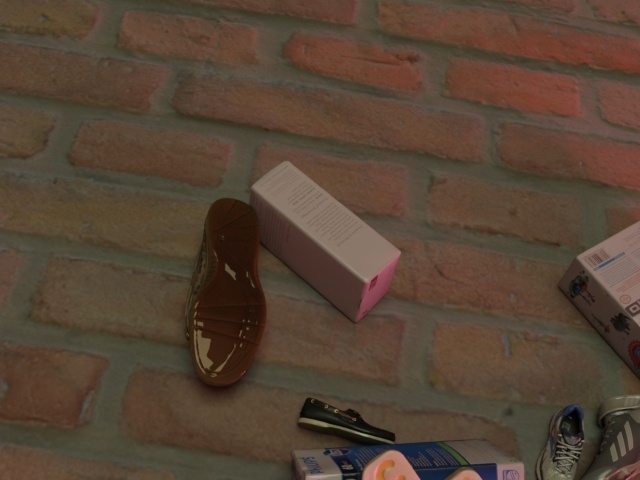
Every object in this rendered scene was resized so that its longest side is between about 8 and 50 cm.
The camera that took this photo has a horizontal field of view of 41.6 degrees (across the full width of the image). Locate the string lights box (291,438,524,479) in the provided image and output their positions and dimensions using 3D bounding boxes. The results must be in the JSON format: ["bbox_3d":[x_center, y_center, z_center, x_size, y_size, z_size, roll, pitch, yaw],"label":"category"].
[{"bbox_3d":[0.101,0.297,1.027,0.260,0.133,0.076,-1,90,-8],"label":"string lights box"}]

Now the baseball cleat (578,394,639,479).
[{"bbox_3d":[0.396,0.279,1.141,0.206,0.072,0.109,-21,47,-26],"label":"baseball cleat"}]

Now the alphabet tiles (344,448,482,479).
[{"bbox_3d":[0.097,0.390,0.943,0.284,0.021,0.278,-35,92,-8],"label":"alphabet tiles"}]

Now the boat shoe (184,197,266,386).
[{"bbox_3d":[-0.136,0.079,1.195,0.105,0.089,0.285,15,56,-17],"label":"boat shoe"}]

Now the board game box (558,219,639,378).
[{"bbox_3d":[0.543,0.113,1.251,0.224,0.097,0.303,-25,61,-22],"label":"board game box"}]

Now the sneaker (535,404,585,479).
[{"bbox_3d":[0.324,0.278,1.127,0.052,0.058,0.135,17,55,4],"label":"sneaker"}]

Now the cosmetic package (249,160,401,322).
[{"bbox_3d":[0.000,0.000,1.241,0.231,0.117,0.085,39,59,17],"label":"cosmetic package"}]

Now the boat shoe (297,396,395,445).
[{"bbox_3d":[0.038,0.242,1.117,0.133,0.049,0.042,15,62,8],"label":"boat shoe"}]
